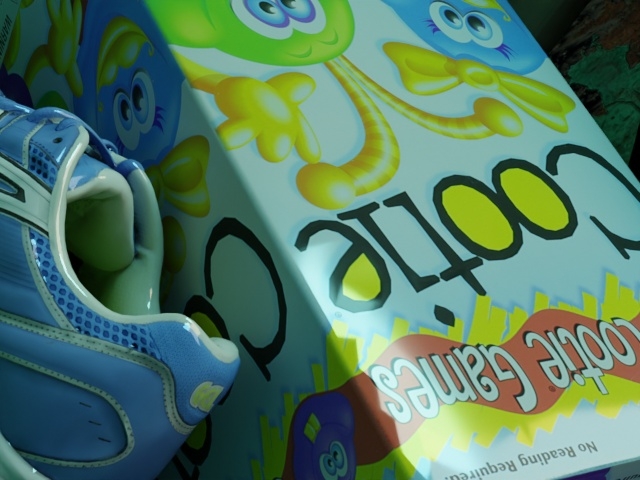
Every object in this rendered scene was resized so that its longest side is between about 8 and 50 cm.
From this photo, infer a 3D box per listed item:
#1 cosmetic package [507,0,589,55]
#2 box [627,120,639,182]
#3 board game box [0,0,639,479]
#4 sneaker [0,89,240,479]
[{"bbox_3d":[0.044,-0.169,0.670,0.197,0.365,0.155,41,42,4],"label":"cosmetic package"},{"bbox_3d":[0.176,-0.076,0.598,0.060,0.216,0.270,14,-2,2],"label":"box"},{"bbox_3d":[0.000,0.000,0.525,0.144,0.142,0.275,-7,53,-33],"label":"board game box"},{"bbox_3d":[-0.091,-0.011,0.458,0.211,0.081,0.080,58,12,27],"label":"sneaker"}]
